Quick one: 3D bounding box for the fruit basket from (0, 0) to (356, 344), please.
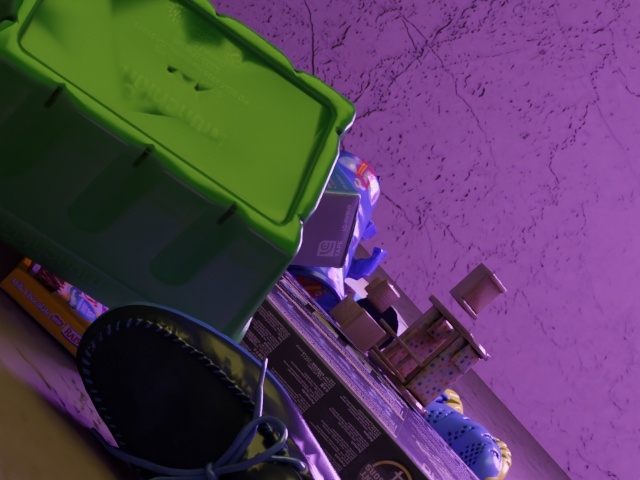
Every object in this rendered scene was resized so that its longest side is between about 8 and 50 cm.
[{"bbox_3d":[-0.193,-0.081,1.320,0.392,0.392,0.283,44,51,-29],"label":"fruit basket"}]

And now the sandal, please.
[{"bbox_3d":[0.149,0.263,2.062,0.138,0.126,0.317,41,0,-24],"label":"sandal"}]

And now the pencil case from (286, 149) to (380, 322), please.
[{"bbox_3d":[0.000,0.000,2.090,0.306,0.119,0.133,-72,144,-50],"label":"pencil case"}]

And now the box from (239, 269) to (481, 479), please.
[{"bbox_3d":[0.039,0.202,1.734,0.395,0.097,0.318,48,3,2],"label":"box"}]

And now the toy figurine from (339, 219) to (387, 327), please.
[{"bbox_3d":[-0.010,-0.030,2.315,0.362,0.217,0.191,50,6,17],"label":"toy figurine"}]

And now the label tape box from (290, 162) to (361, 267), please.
[{"bbox_3d":[-0.154,-0.075,1.912,0.348,0.115,0.249,3,25,-19],"label":"label tape box"}]

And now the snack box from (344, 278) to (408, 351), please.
[{"bbox_3d":[0.060,0.105,2.671,0.322,0.060,0.187,43,8,-35],"label":"snack box"}]

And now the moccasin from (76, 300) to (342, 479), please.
[{"bbox_3d":[-0.043,0.183,1.105,0.342,0.138,0.117,45,11,-10],"label":"moccasin"}]

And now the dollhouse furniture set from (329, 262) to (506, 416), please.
[{"bbox_3d":[0.135,0.091,1.815,0.161,0.182,0.101,47,1,-42],"label":"dollhouse furniture set"}]

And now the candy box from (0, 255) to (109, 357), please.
[{"bbox_3d":[-0.214,0.044,1.302,0.105,0.027,0.206,47,6,-10],"label":"candy box"}]

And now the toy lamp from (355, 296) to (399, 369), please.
[{"bbox_3d":[0.052,0.142,2.030,0.080,0.080,0.274,48,-13,11],"label":"toy lamp"}]
